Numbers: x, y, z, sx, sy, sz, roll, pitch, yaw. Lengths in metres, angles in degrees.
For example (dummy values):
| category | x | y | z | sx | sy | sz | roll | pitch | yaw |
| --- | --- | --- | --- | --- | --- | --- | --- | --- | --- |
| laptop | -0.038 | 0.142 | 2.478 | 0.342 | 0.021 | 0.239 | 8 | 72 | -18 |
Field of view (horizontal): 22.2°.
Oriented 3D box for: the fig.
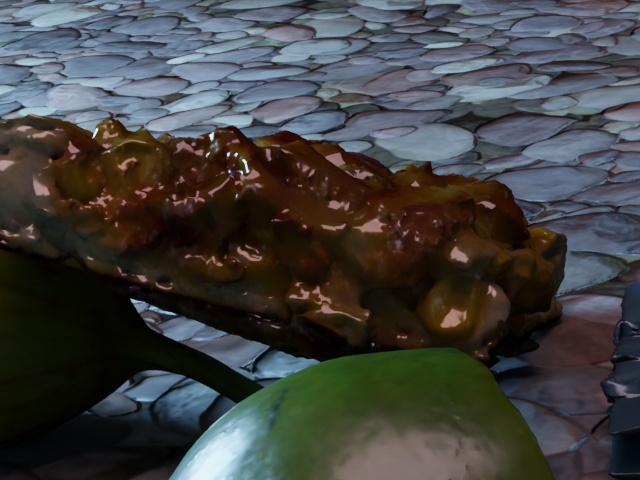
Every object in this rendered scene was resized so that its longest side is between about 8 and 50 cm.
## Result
| category | x | y | z | sx | sy | sz | roll | pitch | yaw |
| --- | --- | --- | --- | --- | --- | --- | --- | --- | --- |
| fig | -0.139 | 0.050 | 0.931 | 0.259 | 0.151 | 0.151 | 1 | 21 | 9 |

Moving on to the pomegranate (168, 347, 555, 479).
| category | x | y | z | sx | sy | sz | roll | pitch | yaw |
| --- | --- | --- | --- | --- | --- | --- | --- | --- | --- |
| pomegranate | 0.018 | 0.161 | 0.549 | 0.159 | 0.190 | 0.241 | -21 | 55 | -10 |

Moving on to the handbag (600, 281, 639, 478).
| category | x | y | z | sx | sy | sz | roll | pitch | yaw |
| --- | --- | --- | --- | --- | --- | --- | --- | --- | --- |
| handbag | 0.232 | 0.067 | 0.903 | 0.144 | 0.057 | 0.221 | -4 | 20 | 17 |

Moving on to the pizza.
| category | x | y | z | sx | sy | sz | roll | pitch | yaw |
| --- | --- | --- | --- | --- | --- | --- | --- | --- | --- |
| pizza | 0.000 | 0.000 | 0.924 | 0.408 | 0.114 | 0.277 | 8 | 7 | -27 |
